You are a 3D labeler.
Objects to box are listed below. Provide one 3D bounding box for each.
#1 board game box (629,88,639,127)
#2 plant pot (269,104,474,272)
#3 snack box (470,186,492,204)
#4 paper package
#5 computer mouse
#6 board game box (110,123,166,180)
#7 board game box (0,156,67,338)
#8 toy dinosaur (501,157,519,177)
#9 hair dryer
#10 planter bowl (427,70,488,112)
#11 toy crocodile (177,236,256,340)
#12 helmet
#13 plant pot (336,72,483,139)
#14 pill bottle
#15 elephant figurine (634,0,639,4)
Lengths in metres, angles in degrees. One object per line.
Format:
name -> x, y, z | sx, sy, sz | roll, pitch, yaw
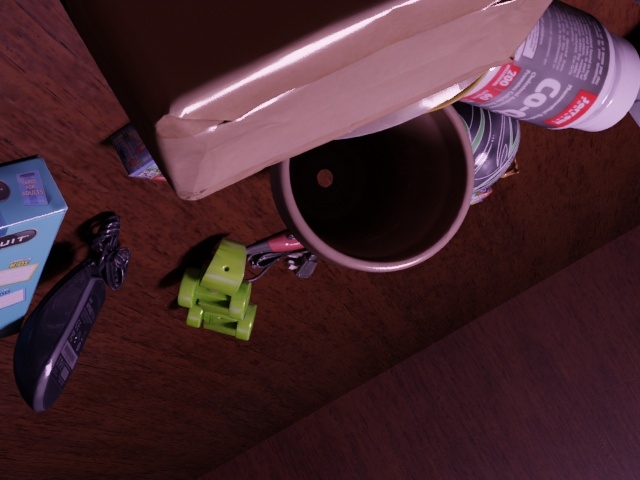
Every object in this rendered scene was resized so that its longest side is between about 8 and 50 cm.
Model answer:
board game box -> 0.685, -0.271, 1.968 | 0.303, 0.097, 0.224 | -4, 147, -40
plant pot -> 0.042, -0.090, 1.572 | 0.263, 0.263, 0.229 | -24, -172, -15
snack box -> 0.198, -0.118, 1.885 | 0.100, 0.141, 0.037 | -18, 161, -32
paper package -> -0.044, -0.236, 0.847 | 0.309, 0.325, 0.168 | -25, 163, -14
computer mouse -> -0.349, 0.101, 1.603 | 0.188, 0.072, 0.272 | 102, 11, -65
board game box -> -0.119, -0.148, 1.433 | 0.194, 0.060, 0.194 | -36, 162, 24
board game box -> -0.463, 0.047, 1.404 | 0.254, 0.079, 0.336 | -19, 160, -32
toy dinosaur -> 0.307, -0.130, 2.197 | 0.112, 0.064, 0.211 | -11, 153, 2
hair dryer -> 0.000, 0.000, 2.012 | 0.293, 0.080, 0.223 | -40, 159, 31
planter bowl -> 0.091, -0.248, 1.372 | 0.217, 0.090, 0.217 | -2, 144, -2
toy crocodile -> -0.166, 0.090, 1.985 | 0.115, 0.105, 0.340 | 13, 161, 3
helmet -> 0.218, -0.154, 1.778 | 0.169, 0.161, 0.169 | -26, 163, -9
plant pot -> 0.026, -0.258, 1.077 | 0.284, 0.284, 0.191 | -30, 128, 1
pill bottle -> 0.275, -0.233, 1.520 | 0.283, 0.161, 0.161 | 11, 140, -38
elephant figurine -> 0.415, -0.367, 1.470 | 0.239, 0.169, 0.186 | -34, 168, 3
